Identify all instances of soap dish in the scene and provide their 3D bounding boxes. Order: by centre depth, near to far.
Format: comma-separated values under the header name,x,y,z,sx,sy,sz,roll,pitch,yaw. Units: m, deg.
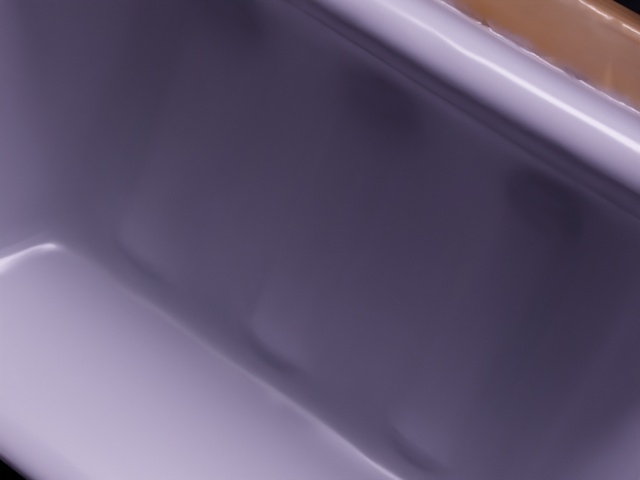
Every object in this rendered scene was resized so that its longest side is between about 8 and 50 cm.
name,x,y,z,sx,sy,sz,roll,pitch,yaw
soap dish,0.000,0.000,0.448,0.291,0.229,0.118,33,33,16
